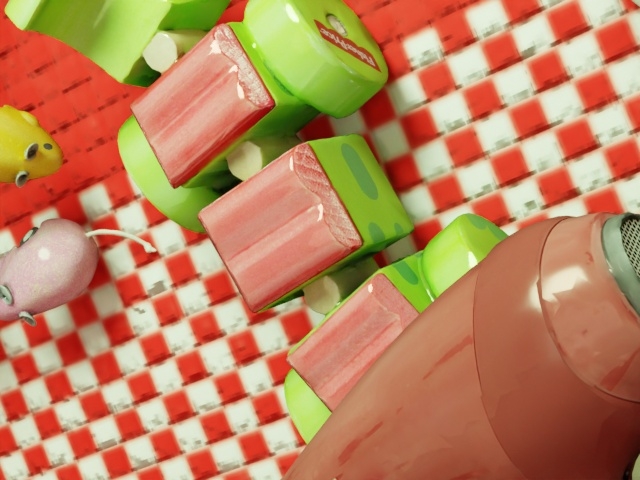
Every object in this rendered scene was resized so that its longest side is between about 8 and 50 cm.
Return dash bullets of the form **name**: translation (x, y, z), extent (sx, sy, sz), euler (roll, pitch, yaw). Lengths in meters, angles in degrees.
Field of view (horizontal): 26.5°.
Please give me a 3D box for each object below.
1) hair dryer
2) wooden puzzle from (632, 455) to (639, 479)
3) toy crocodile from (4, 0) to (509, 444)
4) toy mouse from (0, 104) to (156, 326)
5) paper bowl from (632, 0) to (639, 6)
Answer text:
- **hair dryer**: translation (0.094, 0.103, 0.439), extent (0.293, 0.080, 0.224), euler (9, 93, 40)
- **wooden puzzle**: translation (0.151, 0.071, 0.568), extent (0.116, 0.014, 0.079), euler (2, 95, 23)
- **toy crocodile**: translation (0.000, 0.000, 0.571), extent (0.115, 0.105, 0.340), euler (-39, 83, 24)
- **toy mouse**: translation (-0.165, 0.006, 0.643), extent (0.161, 0.031, 0.143), euler (23, 106, -17)
- **paper bowl**: translation (0.167, -0.202, 0.399), extent (0.148, 0.284, 0.284), euler (-28, 86, -20)
